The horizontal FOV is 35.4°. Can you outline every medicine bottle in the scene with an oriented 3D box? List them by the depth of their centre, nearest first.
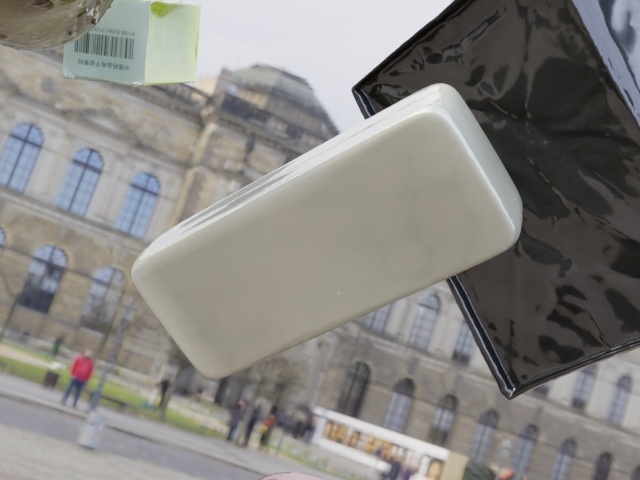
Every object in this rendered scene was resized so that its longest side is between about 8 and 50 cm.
[{"bbox_3d":[-0.293,-0.316,1.586,0.137,0.141,0.250,10,12,10],"label":"medicine bottle"}]

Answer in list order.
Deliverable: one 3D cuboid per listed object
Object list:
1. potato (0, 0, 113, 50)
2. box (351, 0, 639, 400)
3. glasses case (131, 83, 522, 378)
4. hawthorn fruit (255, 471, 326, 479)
[{"bbox_3d":[-0.216,-0.245,0.718,0.210,0.173,0.307,61,-10,4],"label":"potato"},{"bbox_3d":[0.232,-0.075,0.883,0.205,0.345,0.251,-20,-9,-42],"label":"box"},{"bbox_3d":[0.000,0.000,0.814,0.313,0.070,0.131,-27,-74,26],"label":"glasses case"},{"bbox_3d":[-0.015,0.275,0.791,0.189,0.189,0.189,18,-10,3],"label":"hawthorn fruit"}]
